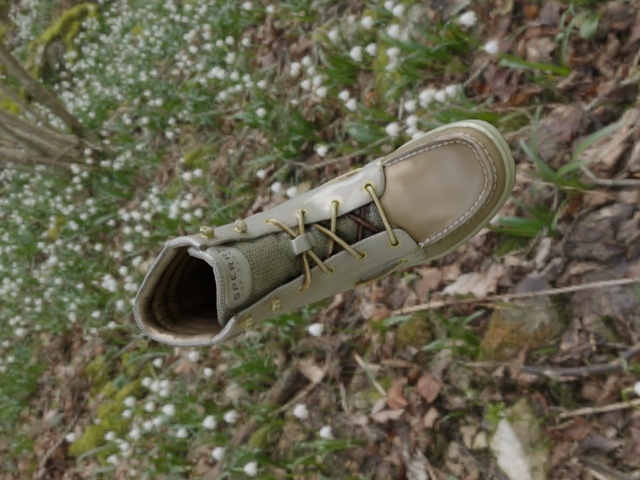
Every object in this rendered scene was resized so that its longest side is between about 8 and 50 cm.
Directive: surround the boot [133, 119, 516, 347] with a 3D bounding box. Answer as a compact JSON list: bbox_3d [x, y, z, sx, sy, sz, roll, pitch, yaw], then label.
[{"bbox_3d":[0.000,0.000,0.441,0.213,0.165,0.077,-28,83,39],"label":"boot"}]
